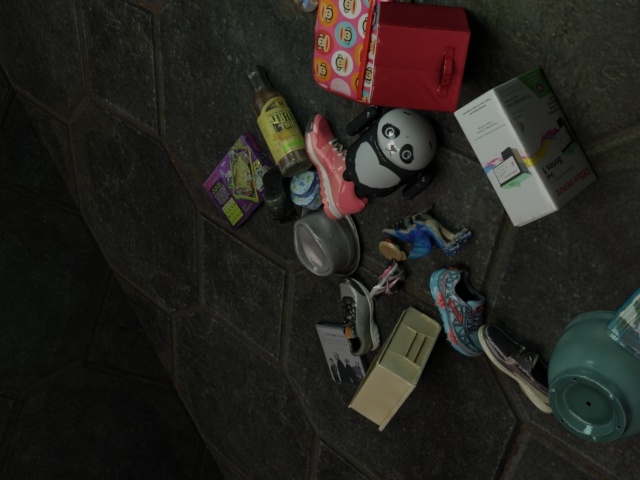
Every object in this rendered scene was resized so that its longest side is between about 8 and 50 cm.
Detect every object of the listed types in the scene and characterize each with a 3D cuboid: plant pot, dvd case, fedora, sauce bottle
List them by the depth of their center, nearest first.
[{"bbox_3d":[0.645,0.336,1.523,0.293,0.196,0.293,26,130,34],"label":"plant pot"},{"bbox_3d":[-0.134,-0.357,1.958,0.111,0.111,0.344,-42,70,50],"label":"sauce bottle"},{"bbox_3d":[0.000,0.000,2.053,0.243,0.124,0.275,-8,107,48],"label":"fedora"},{"bbox_3d":[0.083,0.396,2.283,0.179,0.029,0.239,0,112,47],"label":"dvd case"}]

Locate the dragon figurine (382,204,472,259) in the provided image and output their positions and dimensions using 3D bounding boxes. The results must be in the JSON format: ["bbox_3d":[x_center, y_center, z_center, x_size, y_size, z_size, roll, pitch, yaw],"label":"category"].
[{"bbox_3d":[0.270,-0.002,1.797,0.289,0.085,0.144,-23,95,49],"label":"dragon figurine"}]

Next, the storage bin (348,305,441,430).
[{"bbox_3d":[0.220,0.369,1.951,0.123,0.260,0.262,30,135,8],"label":"storage bin"}]

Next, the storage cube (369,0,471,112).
[{"bbox_3d":[0.214,-0.407,1.471,0.193,0.215,0.184,6,124,2],"label":"storage cube"}]

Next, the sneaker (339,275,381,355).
[{"bbox_3d":[0.111,0.241,2.099,0.100,0.108,0.272,0,112,48],"label":"sneaker"}]

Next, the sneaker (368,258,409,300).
[{"bbox_3d":[0.203,0.134,1.969,0.077,0.072,0.178,33,145,4],"label":"sneaker"}]

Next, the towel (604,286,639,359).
[{"bbox_3d":[0.783,0.140,1.312,0.271,0.040,0.370,42,123,19],"label":"towel"}]

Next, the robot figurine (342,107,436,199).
[{"bbox_3d":[0.171,-0.216,1.699,0.278,0.209,0.174,-37,44,51],"label":"robot figurine"}]

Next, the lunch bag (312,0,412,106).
[{"bbox_3d":[0.114,-0.492,1.647,0.258,0.120,0.293,28,130,27],"label":"lunch bag"}]

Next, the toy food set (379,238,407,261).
[{"bbox_3d":[0.205,0.029,1.923,0.082,0.020,0.083,50,153,-20],"label":"toy food set"}]

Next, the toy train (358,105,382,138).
[{"bbox_3d":[0.130,-0.309,1.803,0.036,0.027,0.158,41,137,27],"label":"toy train"}]

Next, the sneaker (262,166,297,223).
[{"bbox_3d":[-0.126,-0.136,2.062,0.087,0.227,0.130,-13,126,4],"label":"sneaker"}]

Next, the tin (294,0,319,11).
[{"bbox_3d":[-0.012,-0.681,1.720,0.106,0.040,0.190,48,139,7],"label":"tin"}]

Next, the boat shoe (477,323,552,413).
[{"bbox_3d":[0.529,0.316,1.714,0.285,0.103,0.092,49,134,7],"label":"boat shoe"}]

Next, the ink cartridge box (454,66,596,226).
[{"bbox_3d":[0.437,-0.199,1.409,0.117,0.201,0.278,-26,93,51],"label":"ink cartridge box"}]

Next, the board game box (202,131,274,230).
[{"bbox_3d":[-0.271,-0.195,2.284,0.208,0.056,0.347,53,140,2],"label":"board game box"}]

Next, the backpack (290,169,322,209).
[{"bbox_3d":[-0.039,-0.156,1.996,0.105,0.084,0.114,16,90,40],"label":"backpack"}]

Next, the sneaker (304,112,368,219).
[{"bbox_3d":[0.056,-0.219,1.900,0.136,0.116,0.314,-9,106,28],"label":"sneaker"}]

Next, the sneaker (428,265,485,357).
[{"bbox_3d":[0.388,0.194,1.781,0.125,0.104,0.262,-21,97,48],"label":"sneaker"}]
